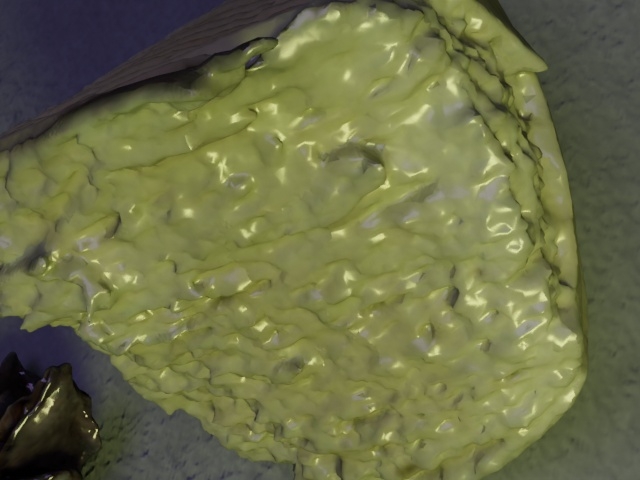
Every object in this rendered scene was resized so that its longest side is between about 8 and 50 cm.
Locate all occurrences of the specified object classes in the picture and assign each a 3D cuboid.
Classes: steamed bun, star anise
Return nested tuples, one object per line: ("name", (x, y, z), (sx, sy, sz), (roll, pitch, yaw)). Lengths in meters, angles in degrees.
("steamed bun", (0.000, 0.000, 0.599), (0.290, 0.273, 0.272), (-12, 112, 29))
("star anise", (-0.191, 0.178, 0.718), (0.231, 0.089, 0.209), (47, 111, 37))
